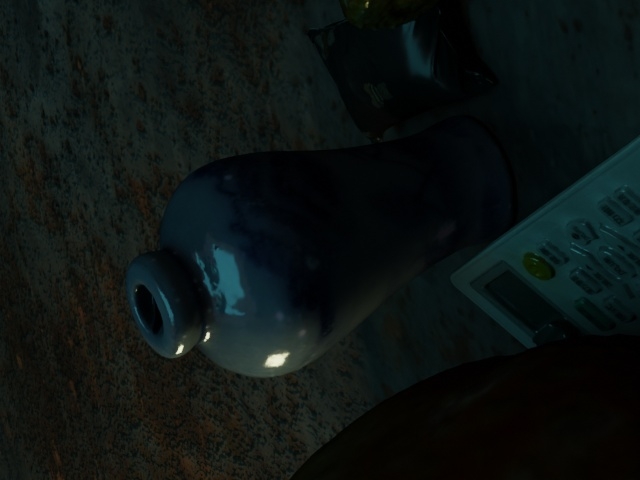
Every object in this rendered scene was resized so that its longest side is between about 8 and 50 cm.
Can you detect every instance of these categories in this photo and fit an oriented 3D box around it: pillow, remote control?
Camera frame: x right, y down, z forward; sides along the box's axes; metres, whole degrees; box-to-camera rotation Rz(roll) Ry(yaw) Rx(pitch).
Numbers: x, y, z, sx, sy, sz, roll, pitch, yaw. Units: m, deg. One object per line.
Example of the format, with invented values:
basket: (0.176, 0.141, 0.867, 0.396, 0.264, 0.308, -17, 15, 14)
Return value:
pillow: (0.049, -0.119, 1.185, 0.150, 0.048, 0.090, -17, 88, 60)
remote control: (0.175, 0.004, 1.034, 0.103, 0.051, 0.293, 41, 152, -3)

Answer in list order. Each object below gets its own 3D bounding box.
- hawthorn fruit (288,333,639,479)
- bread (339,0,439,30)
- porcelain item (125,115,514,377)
hawthorn fruit: (0.128, 0.257, 0.954, 0.403, 0.403, 0.403, 42, 143, 42)
bread: (0.029, -0.229, 1.076, 0.172, 0.103, 0.132, 58, 135, 17)
porcelain item: (0.000, 0.000, 1.132, 0.141, 0.259, 0.141, 38, 139, 43)
